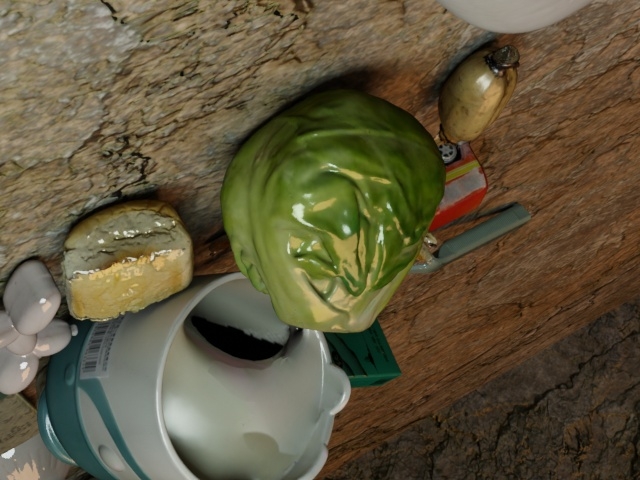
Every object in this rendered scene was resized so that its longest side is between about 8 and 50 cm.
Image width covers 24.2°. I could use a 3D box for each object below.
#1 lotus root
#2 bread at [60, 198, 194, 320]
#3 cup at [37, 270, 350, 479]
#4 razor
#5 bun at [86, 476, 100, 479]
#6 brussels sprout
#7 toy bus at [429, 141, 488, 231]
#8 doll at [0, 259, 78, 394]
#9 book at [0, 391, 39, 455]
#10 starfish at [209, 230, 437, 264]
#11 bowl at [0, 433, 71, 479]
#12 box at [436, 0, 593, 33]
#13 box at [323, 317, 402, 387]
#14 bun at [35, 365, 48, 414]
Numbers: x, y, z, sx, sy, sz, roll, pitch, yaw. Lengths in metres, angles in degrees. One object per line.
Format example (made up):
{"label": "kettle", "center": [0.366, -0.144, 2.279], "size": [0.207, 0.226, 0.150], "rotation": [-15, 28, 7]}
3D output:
{"label": "lotus root", "center": [0.151, -0.142, 1.471], "size": [0.072, 0.063, 0.152], "rotation": [-52, 177, -45]}
{"label": "bread", "center": [-0.175, 0.011, 1.342], "size": [0.125, 0.082, 0.106], "rotation": [-16, 151, -12]}
{"label": "cup", "center": [-0.117, 0.125, 1.491], "size": [0.257, 0.219, 0.290], "rotation": [-6, -147, 48]}
{"label": "razor", "center": [0.188, 0.001, 1.987], "size": [0.278, 0.056, 0.111], "rotation": [-15, 157, -42]}
{"label": "bun", "center": [-0.271, 0.392, 2.200], "size": [0.283, 0.179, 0.283], "rotation": [-19, -177, 1]}
{"label": "brussels sprout", "center": [0.015, -0.031, 1.345], "size": [0.223, 0.161, 0.223], "rotation": [-23, 131, -28]}
{"label": "toy bus", "center": [0.101, -0.044, 1.654], "size": [0.174, 0.077, 0.079], "rotation": [-25, 163, -17]}
{"label": "doll", "center": [-0.292, 0.089, 1.370], "size": [0.161, 0.059, 0.160], "rotation": [-22, 153, -28]}
{"label": "book", "center": [-0.439, 0.213, 1.562], "size": [0.264, 0.031, 0.379], "rotation": [-31, 163, -7]}
{"label": "starfish", "center": [0.000, 0.000, 1.529], "size": [0.235, 0.062, 0.277], "rotation": [5, 174, -38]}
{"label": "bowl", "center": [-0.365, 0.283, 1.828], "size": [0.189, 0.086, 0.189], "rotation": [-28, 164, -9]}
{"label": "box", "center": [0.200, -0.279, 0.986], "size": [0.349, 0.141, 0.288], "rotation": [-34, 163, 15]}
{"label": "box", "center": [0.012, 0.099, 1.784], "size": [0.042, 0.161, 0.226], "rotation": [-31, 166, 19]}
{"label": "bun", "center": [-0.268, 0.165, 1.638], "size": [0.138, 0.094, 0.138], "rotation": [-55, 159, -33]}
